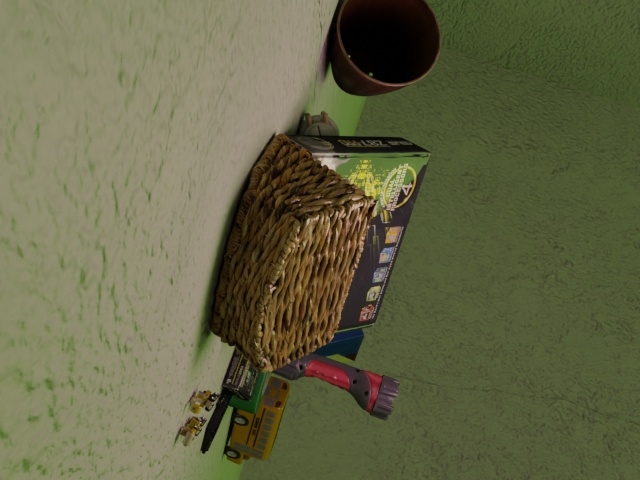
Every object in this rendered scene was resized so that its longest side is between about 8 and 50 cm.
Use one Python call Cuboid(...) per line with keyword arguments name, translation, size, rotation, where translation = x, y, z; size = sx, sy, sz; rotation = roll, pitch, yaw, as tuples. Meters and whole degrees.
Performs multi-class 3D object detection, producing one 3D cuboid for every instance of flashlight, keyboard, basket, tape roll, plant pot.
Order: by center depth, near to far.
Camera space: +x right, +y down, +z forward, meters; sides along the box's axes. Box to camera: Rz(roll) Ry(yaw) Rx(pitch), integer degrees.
Cuboid(name="basket", translation=(-0.087, 0.021, 1.231), size=(0.213, 0.223, 0.299), rotation=(-20, 138, -43))
Cuboid(name="plant pot", translation=(0.105, -0.389, 1.676), size=(0.230, 0.215, 0.215), rotation=(152, -43, -72))
Cuboid(name="keyboard", translation=(-0.213, 0.366, 1.729), size=(0.180, 0.023, 0.108), rotation=(-70, 177, -61))
Cuboid(name="flashlight", translation=(0.033, 0.334, 1.918), size=(0.103, 0.304, 0.103), rotation=(66, 42, -87))
Cuboid(name="tape roll", translation=(-0.141, 0.258, 1.957), size=(0.321, 0.077, 0.321), rotation=(18, 90, -87))

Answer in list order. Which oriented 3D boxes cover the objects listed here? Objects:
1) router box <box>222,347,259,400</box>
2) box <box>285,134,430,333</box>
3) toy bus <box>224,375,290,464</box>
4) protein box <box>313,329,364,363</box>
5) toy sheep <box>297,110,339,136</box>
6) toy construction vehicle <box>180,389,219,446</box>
Cuboid(name="router box", translation=(-0.162, 0.274, 1.729), size=(0.092, 0.038, 0.122), rotation=(66, 38, -60))
Cuboid(name="box", translation=(0.022, -0.003, 1.515), size=(0.318, 0.097, 0.395), rotation=(-3, 120, -41))
Cuboid(name="toy bus", translation=(-0.181, 0.513, 2.260), size=(0.108, 0.130, 0.332), rotation=(-70, 177, -46))
Cuboid(name="protein box", translation=(-0.019, 0.237, 2.205), size=(0.136, 0.200, 0.201), rotation=(105, -34, -47))
Cuboid(name="toy sheep", translation=(-0.004, -0.207, 1.575), size=(0.132, 0.091, 0.091), rotation=(-86, -167, -77))
Cuboid(name="toy construction vehicle", translation=(-0.203, 0.284, 1.298), size=(0.086, 0.035, 0.098), rotation=(-61, 177, 11))
